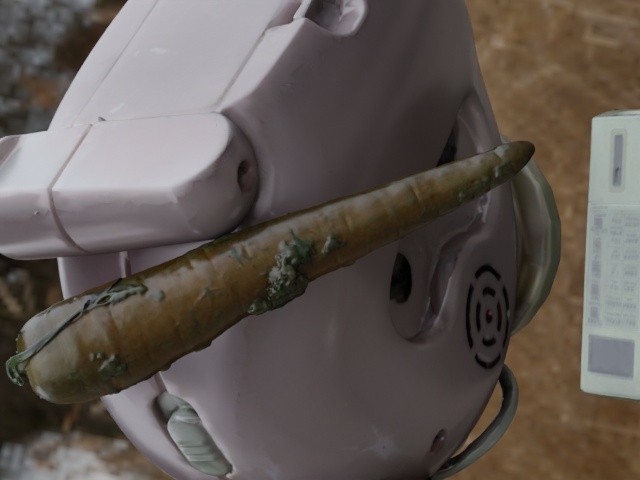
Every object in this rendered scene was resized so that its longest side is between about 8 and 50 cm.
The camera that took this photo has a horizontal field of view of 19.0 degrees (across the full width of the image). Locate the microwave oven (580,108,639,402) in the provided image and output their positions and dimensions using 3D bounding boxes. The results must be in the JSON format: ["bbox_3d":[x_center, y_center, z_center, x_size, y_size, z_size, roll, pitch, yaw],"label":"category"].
[{"bbox_3d":[0.417,0.017,1.316,0.394,0.333,0.247,3,85,54],"label":"microwave oven"}]

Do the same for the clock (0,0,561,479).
[{"bbox_3d":[0.000,0.000,1.020,0.342,0.184,0.326,-57,-44,-36],"label":"clock"}]

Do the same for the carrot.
[{"bbox_3d":[-0.019,0.009,0.842,0.049,0.254,0.049,155,90,-83],"label":"carrot"}]
